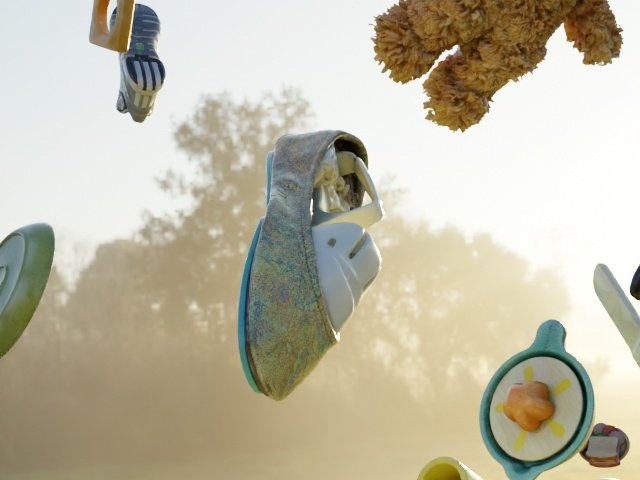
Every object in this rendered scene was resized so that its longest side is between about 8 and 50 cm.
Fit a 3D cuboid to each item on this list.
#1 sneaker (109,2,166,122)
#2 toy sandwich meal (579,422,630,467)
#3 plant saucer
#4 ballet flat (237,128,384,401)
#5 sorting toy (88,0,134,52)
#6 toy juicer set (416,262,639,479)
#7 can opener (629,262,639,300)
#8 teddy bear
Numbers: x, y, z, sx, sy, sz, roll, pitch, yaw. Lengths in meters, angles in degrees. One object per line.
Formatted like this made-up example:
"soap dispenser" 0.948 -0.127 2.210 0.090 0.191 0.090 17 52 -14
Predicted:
"sneaker" -0.308 -0.279 1.765 0.086 0.228 0.132 5 -45 -19
"toy sandwich meal" 0.420 0.302 1.616 0.086 0.085 0.029 -6 -50 17
"plant saucer" -0.495 0.074 1.704 0.037 0.241 0.241 28 -24 -32
"ballet flat" 0.000 0.000 0.961 0.123 0.123 0.348 -5 32 6
"sorting toy" -0.176 -0.334 0.908 0.047 0.347 0.196 0 4 -36
"toy juicer set" 0.244 0.189 1.088 0.089 0.329 0.209 31 6 -40
"can opener" 0.492 0.011 1.468 0.059 0.186 0.073 39 12 35
"teddy bear" 0.209 -0.258 1.117 0.338 0.245 0.113 -27 20 6
